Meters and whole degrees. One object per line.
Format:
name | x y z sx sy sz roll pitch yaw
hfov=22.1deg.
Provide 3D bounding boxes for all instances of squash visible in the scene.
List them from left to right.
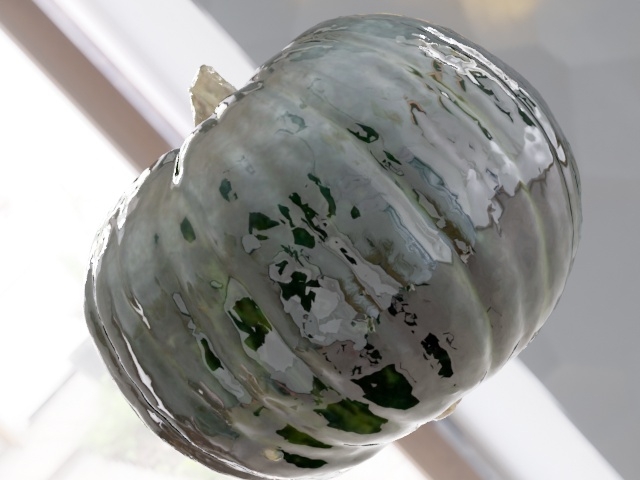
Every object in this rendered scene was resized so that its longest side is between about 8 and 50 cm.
squash | 0.004 0.004 0.692 0.218 0.172 0.218 -36 21 16
